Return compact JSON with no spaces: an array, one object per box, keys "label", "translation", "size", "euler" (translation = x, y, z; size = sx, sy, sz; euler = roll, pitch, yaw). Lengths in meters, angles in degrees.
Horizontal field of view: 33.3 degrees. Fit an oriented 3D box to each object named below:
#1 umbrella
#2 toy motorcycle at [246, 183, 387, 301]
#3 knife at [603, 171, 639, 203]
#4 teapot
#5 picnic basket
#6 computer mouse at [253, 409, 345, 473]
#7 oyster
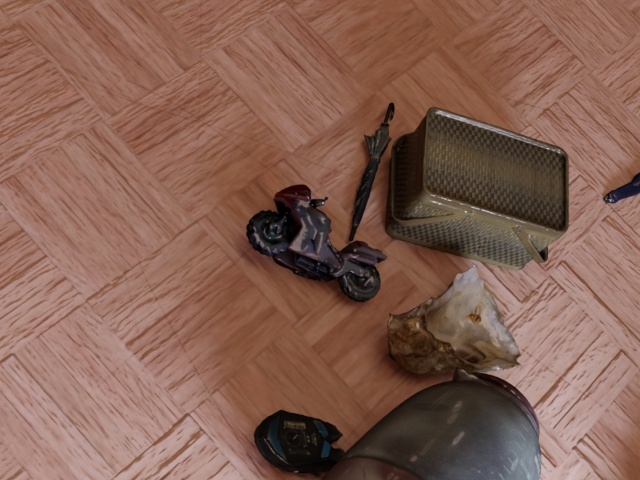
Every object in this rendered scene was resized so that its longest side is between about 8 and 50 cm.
[{"label":"umbrella","translation":[0.075,-0.115,1.632],"size":[0.044,0.044,0.269],"euler":[7,55,17]},{"label":"toy motorcycle","translation":[0.000,0.000,1.519],"size":[0.213,0.082,0.122],"euler":[28,67,-16]},{"label":"knife","translation":[0.523,-0.090,1.811],"size":[0.121,0.018,0.031],"euler":[-23,81,-29]},{"label":"teapot","translation":[0.177,0.332,1.350],"size":[0.312,0.233,0.315],"euler":[-41,113,-38]},{"label":"picnic basket","translation":[0.237,-0.071,1.614],"size":[0.267,0.139,0.165],"euler":[16,59,-14]},{"label":"computer mouse","translation":[-0.030,0.264,1.385],"size":[0.135,0.047,0.079],"euler":[8,54,-31]},{"label":"oyster","translation":[0.181,0.131,1.521],"size":[0.233,0.107,0.161],"euler":[-3,58,-44]}]
